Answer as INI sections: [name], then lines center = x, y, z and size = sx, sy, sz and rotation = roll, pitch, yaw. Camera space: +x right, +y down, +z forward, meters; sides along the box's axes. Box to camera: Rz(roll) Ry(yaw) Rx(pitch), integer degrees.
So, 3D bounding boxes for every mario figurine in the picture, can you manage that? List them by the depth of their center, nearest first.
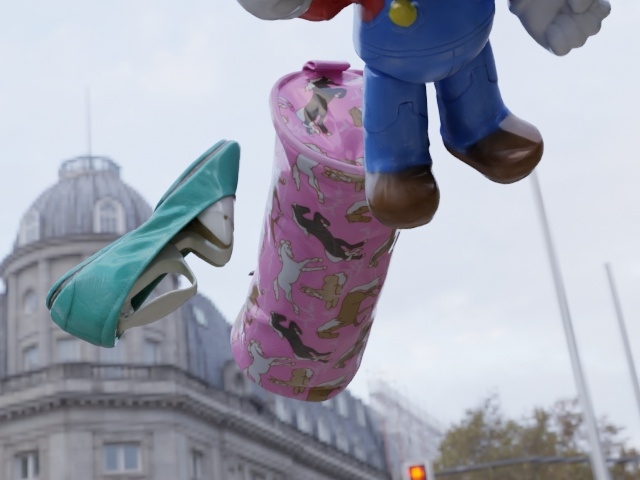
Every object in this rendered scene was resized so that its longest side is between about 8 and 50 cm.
[mario figurine]
center = 0.064, -0.146, 0.675
size = 0.170, 0.198, 0.321
rotation = 12, -43, 32

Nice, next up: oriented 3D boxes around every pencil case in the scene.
[pencil case]
center = 0.000, 0.000, 1.156
size = 0.167, 0.160, 0.386
rotation = 30, -41, 15

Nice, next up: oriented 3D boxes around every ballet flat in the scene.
[ballet flat]
center = -0.130, 0.009, 0.987
size = 0.087, 0.247, 0.083
rotation = 38, -32, 11
